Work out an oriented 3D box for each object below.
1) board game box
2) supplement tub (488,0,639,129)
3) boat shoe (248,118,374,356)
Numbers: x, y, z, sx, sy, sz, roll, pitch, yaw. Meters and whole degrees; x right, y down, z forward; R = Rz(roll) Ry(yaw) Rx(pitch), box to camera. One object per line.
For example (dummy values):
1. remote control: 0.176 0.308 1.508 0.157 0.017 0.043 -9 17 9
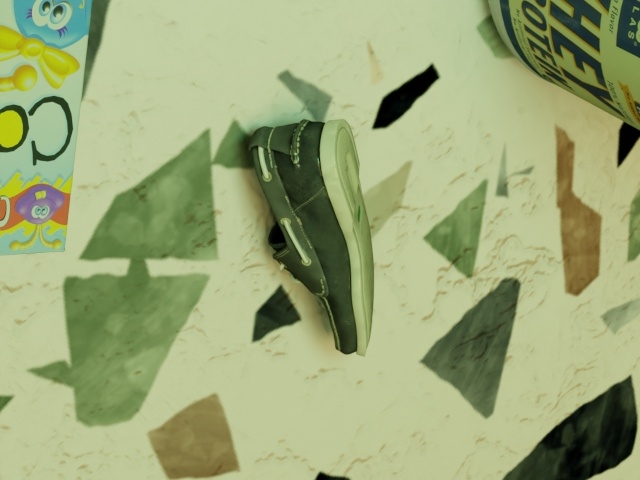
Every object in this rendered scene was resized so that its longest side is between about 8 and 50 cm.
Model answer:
1. board game box: -0.237 -0.140 1.118 0.144 0.142 0.275 -5 116 -31
2. supplement tub: 0.303 -0.181 1.329 0.235 0.325 0.235 -15 121 -26
3. boat shoe: 0.000 0.000 1.404 0.079 0.084 0.233 -4 132 12
